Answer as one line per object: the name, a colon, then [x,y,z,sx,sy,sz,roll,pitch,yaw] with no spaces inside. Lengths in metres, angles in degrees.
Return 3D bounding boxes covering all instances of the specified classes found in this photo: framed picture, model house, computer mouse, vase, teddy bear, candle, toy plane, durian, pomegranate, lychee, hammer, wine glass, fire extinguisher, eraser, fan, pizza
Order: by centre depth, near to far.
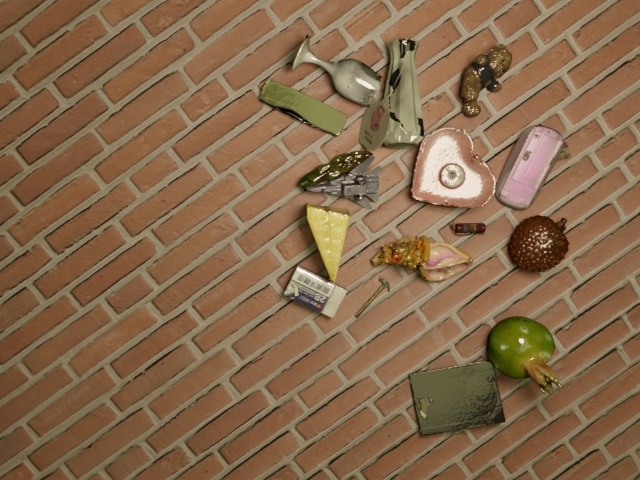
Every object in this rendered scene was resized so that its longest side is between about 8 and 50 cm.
fan: [0.217,-0.461,1.561,0.010,0.182,0.310,6,123,-33]
wine glass: [0.060,-0.590,1.585,0.322,0.143,0.143,24,93,-7]
vase: [0.291,-0.515,1.599,0.165,0.165,0.359,1,91,-3]
toy plane: [0.085,-0.190,1.611,0.268,0.088,0.212,-8,122,-14]
teddy bear: [0.575,-0.586,1.621,0.251,0.182,0.129,-49,59,3]
pomegranate: [0.737,0.415,1.623,0.236,0.301,0.235,-2,120,-4]
pizza: [0.296,0.034,1.641,0.069,0.227,0.147,55,53,-41]
candle: [0.458,-0.231,1.643,0.287,0.131,0.316,-38,86,7]
lychee: [0.803,0.006,1.647,0.200,0.200,0.238,45,104,-5]
durian: [0.448,0.086,1.663,0.182,0.132,0.165,-40,103,-3]
computer mouse: [0.769,-0.267,1.665,0.159,0.072,0.310,23,106,7]
eraser: [-0.020,0.189,1.677,0.210,0.068,0.124,27,92,-6]
model house: [0.888,-0.332,1.688,0.084,0.057,0.058,-11,100,0]
fire extinguisher: [0.553,-0.046,1.704,0.132,0.039,0.056,-1,86,-3]
hammer: [0.197,0.225,1.718,0.062,0.017,0.182,40,93,-5]
framed picture: [0.523,0.605,1.732,0.324,0.013,0.243,-12,88,6]
candle: [0.578,0.661,1.756,0.052,0.052,0.130,21,92,-5]

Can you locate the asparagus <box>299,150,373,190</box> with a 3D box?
asparagus: [0.056,-0.264,1.642,0.288,0.080,0.080,-23,96,5]

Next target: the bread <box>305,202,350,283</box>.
bread: [0.001,0.004,1.613,0.163,0.167,0.263,12,95,-3]

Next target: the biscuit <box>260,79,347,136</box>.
biscuit: [-0.062,-0.478,1.634,0.323,0.038,0.099,23,90,-4]
